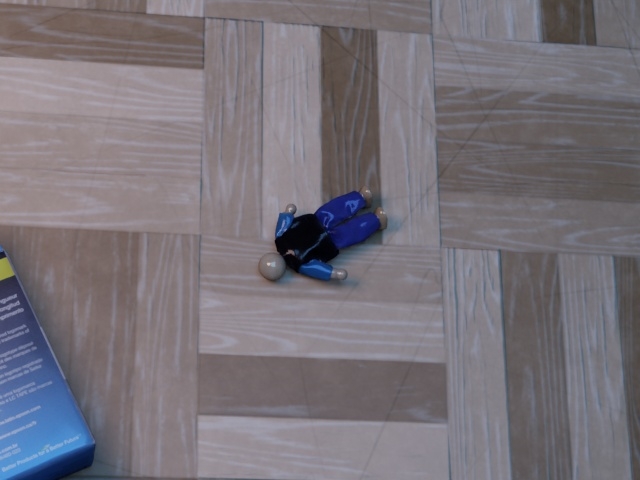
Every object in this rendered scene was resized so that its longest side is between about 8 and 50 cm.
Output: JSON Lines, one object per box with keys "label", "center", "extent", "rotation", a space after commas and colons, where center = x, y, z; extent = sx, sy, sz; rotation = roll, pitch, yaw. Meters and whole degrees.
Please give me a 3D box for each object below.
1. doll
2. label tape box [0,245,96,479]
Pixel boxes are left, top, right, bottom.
{"label": "doll", "center": [0.000, 0.000, 2.126], "extent": [0.189, 0.046, 0.129], "rotation": [-28, 75, -19]}
{"label": "label tape box", "center": [-0.462, 0.164, 1.945], "extent": [0.249, 0.115, 0.348], "rotation": [-23, 72, -18]}
